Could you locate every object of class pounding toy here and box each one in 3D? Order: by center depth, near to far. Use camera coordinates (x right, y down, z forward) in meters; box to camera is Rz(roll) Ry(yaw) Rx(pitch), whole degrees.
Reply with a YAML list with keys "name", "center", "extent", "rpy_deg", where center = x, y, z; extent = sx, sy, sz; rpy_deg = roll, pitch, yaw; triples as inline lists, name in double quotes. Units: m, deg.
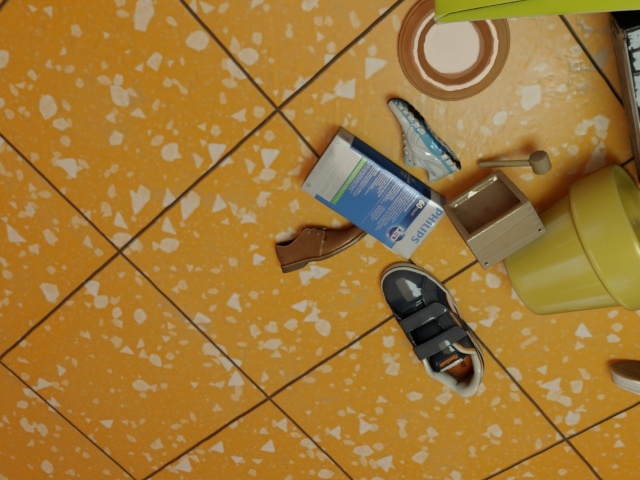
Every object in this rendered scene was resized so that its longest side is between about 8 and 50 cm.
- name: "pounding toy"
  center: [0.341, -0.072, 1.126]
  extent: [0.206, 0.181, 0.094]
  rpy_deg: [-34, 122, 10]

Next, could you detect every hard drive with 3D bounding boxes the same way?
- name: "hard drive"
  center: [0.539, -0.204, 1.002]
  extent: [0.064, 0.237, 0.339]
  rpy_deg: [-12, 113, 26]

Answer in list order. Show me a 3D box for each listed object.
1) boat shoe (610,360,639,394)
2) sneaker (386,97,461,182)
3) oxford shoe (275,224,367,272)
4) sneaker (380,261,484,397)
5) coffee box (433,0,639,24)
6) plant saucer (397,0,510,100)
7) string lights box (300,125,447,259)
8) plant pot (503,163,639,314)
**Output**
- name: "boat shoe"
  center: [0.738, 0.330, 1.290]
  extent: [0.277, 0.098, 0.096]
  rpy_deg: [14, 115, 1]
- name: "sneaker"
  center: [0.178, -0.183, 1.161]
  extent: [0.083, 0.071, 0.191]
  rpy_deg: [-35, 104, 27]
- name: "oxford shoe"
  center: [0.000, 0.000, 1.269]
  extent: [0.212, 0.076, 0.076]
  rpy_deg: [-21, 99, 16]
- name: "sneaker"
  center: [0.243, 0.190, 1.288]
  extent: [0.126, 0.127, 0.321]
  rpy_deg: [-36, 103, 23]
- name: "coffee box"
  center: [0.358, -0.481, 0.789]
  extent: [0.338, 0.334, 0.338]
  rpy_deg: [10, 118, 35]
- name: "plant saucer"
  center: [0.238, -0.347, 1.094]
  extent: [0.200, 0.037, 0.200]
  rpy_deg: [3, 115, 7]
- name: "string lights box"
  center: [0.107, -0.092, 1.206]
  extent: [0.259, 0.077, 0.133]
  rpy_deg: [33, 114, -7]
- name: "plant pot"
  center: [0.480, 0.023, 1.123]
  extent: [0.239, 0.254, 0.254]
  rpy_deg: [-27, 108, 35]
